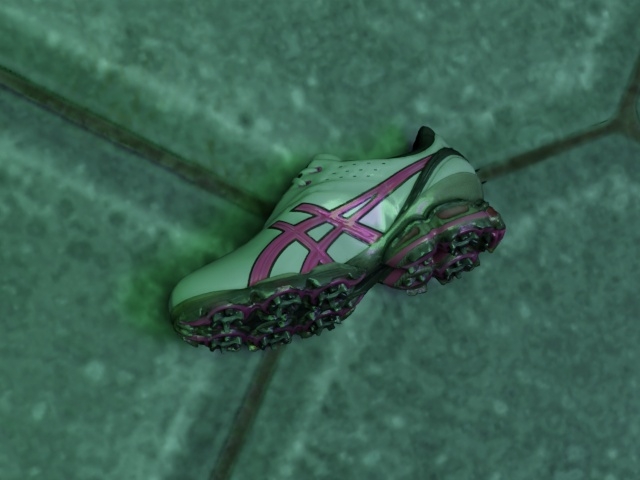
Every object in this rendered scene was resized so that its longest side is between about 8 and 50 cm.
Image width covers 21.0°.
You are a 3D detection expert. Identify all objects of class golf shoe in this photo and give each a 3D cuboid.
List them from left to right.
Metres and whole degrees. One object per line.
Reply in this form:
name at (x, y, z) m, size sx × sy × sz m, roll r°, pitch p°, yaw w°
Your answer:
golf shoe at (0.000, 0.000, 0.912) m, size 0.186 × 0.067 × 0.086 m, roll -20°, pitch 65°, yaw -19°
